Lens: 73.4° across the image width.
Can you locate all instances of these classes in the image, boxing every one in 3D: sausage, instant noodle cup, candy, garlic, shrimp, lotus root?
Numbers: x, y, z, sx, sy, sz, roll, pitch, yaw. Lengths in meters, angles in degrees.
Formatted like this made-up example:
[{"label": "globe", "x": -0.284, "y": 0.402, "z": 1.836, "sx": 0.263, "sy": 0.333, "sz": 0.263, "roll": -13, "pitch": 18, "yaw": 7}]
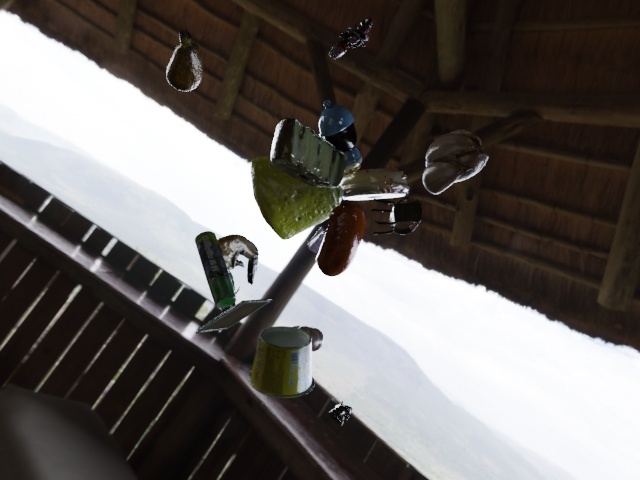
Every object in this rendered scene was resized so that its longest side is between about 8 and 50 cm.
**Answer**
[{"label": "sausage", "x": 0.068, "y": -0.001, "z": 1.396, "sx": 0.133, "sy": 0.258, "sz": 0.133, "roll": 18, "pitch": 8, "yaw": -3}, {"label": "instant noodle cup", "x": -0.112, "y": 0.358, "z": 1.295, "sx": 0.205, "sy": 0.152, "sz": 0.205, "roll": 5, "pitch": 13, "yaw": -1}, {"label": "candy", "x": 0.000, "y": 0.000, "z": 2.551, "sx": 0.092, "sy": 0.160, "sz": 0.073, "roll": 24, "pitch": 30, "yaw": -31}, {"label": "garlic", "x": 0.400, "y": -0.251, "z": 1.321, "sx": 0.160, "sy": 0.214, "sz": 0.191, "roll": 63, "pitch": -33, "yaw": 7}, {"label": "garlic", "x": -0.059, "y": 0.370, "z": 1.604, "sx": 0.147, "sy": 0.101, "sz": 0.159, "roll": 10, "pitch": -12, "yaw": -15}, {"label": "shrimp", "x": -0.402, "y": 0.176, "z": 2.037, "sx": 0.085, "sy": 0.272, "sz": 0.444, "roll": 20, "pitch": -60, "yaw": 44}, {"label": "lotus root", "x": -0.041, "y": -0.233, "z": 1.180, "sx": 0.235, "sy": 0.118, "sz": 0.138, "roll": 23, "pitch": -9, "yaw": -40}, {"label": "lotus root", "x": -0.397, "y": -0.526, "z": 1.269, "sx": 0.094, "sy": 0.108, "sz": 0.190, "roll": 48, "pitch": -36, "yaw": 5}]

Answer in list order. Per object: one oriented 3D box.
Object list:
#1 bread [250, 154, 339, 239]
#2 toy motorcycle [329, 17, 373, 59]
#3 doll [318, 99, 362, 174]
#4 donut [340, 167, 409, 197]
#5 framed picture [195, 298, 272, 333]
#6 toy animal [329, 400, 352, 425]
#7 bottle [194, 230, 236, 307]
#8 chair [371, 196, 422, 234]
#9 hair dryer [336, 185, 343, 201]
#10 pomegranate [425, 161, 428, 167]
[{"label": "bread", "x": -0.098, "y": -0.206, "z": 1.698, "sx": 0.348, "sy": 0.308, "sz": 0.348, "roll": -24, "pitch": 90, "yaw": -83}, {"label": "toy motorcycle", "x": 0.126, "y": -0.806, "z": 1.732, "sx": 0.082, "sy": 0.213, "sz": 0.122, "roll": 43, "pitch": 27, "yaw": -29}, {"label": "doll", "x": 0.080, "y": -0.428, "z": 1.774, "sx": 0.141, "sy": 0.177, "sz": 0.313, "roll": -2, "pitch": -59, "yaw": 37}, {"label": "donut", "x": 0.276, "y": -0.291, "z": 2.233, "sx": 0.383, "sy": 0.142, "sz": 0.382, "roll": -3, "pitch": 2, "yaw": 0}, {"label": "framed picture", "x": -0.385, "y": 0.335, "z": 1.930, "sx": 0.018, "sy": 0.293, "sz": 0.231, "roll": 63, "pitch": 19, "yaw": 17}, {"label": "toy animal", "x": 0.082, "y": 0.644, "z": 1.620, "sx": 0.065, "sy": 0.047, "sz": 0.136, "roll": 24, "pitch": 14, "yaw": 27}, {"label": "bottle", "x": -0.424, "y": 0.113, "z": 1.735, "sx": 0.330, "sy": 0.093, "sz": 0.093, "roll": 63, "pitch": 7, "yaw": 31}, {"label": "chair", "x": 0.332, "y": -0.110, "z": 1.894, "sx": 0.213, "sy": 0.174, "sz": 0.149, "roll": -1, "pitch": -19, "yaw": 5}, {"label": "hair dryer", "x": -0.060, "y": -0.145, "z": 2.028, "sx": 0.107, "sy": 0.358, "sz": 0.173, "roll": 59, "pitch": -13, "yaw": 12}, {"label": "pomegranate", "x": 0.585, "y": -0.371, "z": 2.144, "sx": 0.122, "sy": 0.122, "sz": 0.161, "roll": 29, "pitch": -32, "yaw": 24}]
